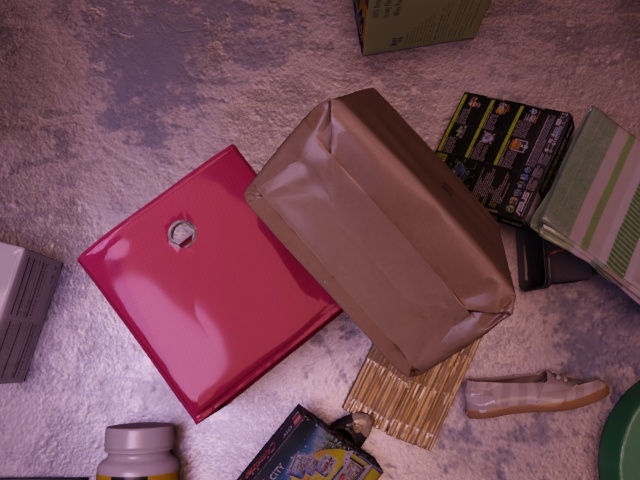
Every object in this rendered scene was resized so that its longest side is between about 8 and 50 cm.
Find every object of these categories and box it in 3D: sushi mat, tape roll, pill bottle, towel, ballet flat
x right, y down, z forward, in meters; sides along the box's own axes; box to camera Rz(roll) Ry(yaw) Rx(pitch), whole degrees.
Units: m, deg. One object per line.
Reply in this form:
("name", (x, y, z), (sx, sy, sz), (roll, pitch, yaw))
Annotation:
("sushi mat", (0.169, 0.158, 1.010), (0.151, 0.019, 0.316), (27, 81, 5))
("tape roll", (0.588, 0.348, 0.947), (0.321, 0.077, 0.321), (0, 81, 1))
("pill bottle", (-0.265, 0.376, 0.924), (0.119, 0.119, 0.208), (-1, 80, 0))
("towel", (0.496, -0.022, 0.979), (0.325, 0.038, 0.248), (35, 69, -5))
("ballet flat", (0.008, 0.321, 0.963), (0.173, 0.049, 0.057), (-36, 83, -1))

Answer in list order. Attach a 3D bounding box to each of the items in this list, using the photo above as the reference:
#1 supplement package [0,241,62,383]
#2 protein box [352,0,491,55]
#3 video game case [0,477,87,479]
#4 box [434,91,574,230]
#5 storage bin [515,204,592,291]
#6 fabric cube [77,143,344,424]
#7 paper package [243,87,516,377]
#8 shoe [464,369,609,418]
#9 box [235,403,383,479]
("supplement package", (-0.570, 0.087, 0.962), (0.262, 0.145, 0.204), (14, 80, 3))
("protein box", (0.158, -0.417, 1.018), (0.201, 0.200, 0.136), (-10, 80, -1))
("video game case", (-0.495, 0.460, 0.959), (0.274, 0.026, 0.196), (0, 80, 1))
("box", (0.276, -0.131, 1.010), (0.184, 0.045, 0.191), (20, 79, 34))
("storage bin", (0.373, 0.010, 1.003), (0.091, 0.098, 0.135), (0, 80, -10))
("fabric cube", (-0.133, 0.068, 0.906), (0.254, 0.259, 0.258), (-37, 82, -7))
("paper package", (0.089, -0.036, 0.836), (0.168, 0.325, 0.309), (-41, 93, 19))
("shoe", (0.327, 0.227, 0.968), (0.219, 0.076, 0.058), (-8, 85, 1))
("box", (-0.042, 0.374, 0.919), (0.159, 0.044, 0.233), (40, 88, -18))
